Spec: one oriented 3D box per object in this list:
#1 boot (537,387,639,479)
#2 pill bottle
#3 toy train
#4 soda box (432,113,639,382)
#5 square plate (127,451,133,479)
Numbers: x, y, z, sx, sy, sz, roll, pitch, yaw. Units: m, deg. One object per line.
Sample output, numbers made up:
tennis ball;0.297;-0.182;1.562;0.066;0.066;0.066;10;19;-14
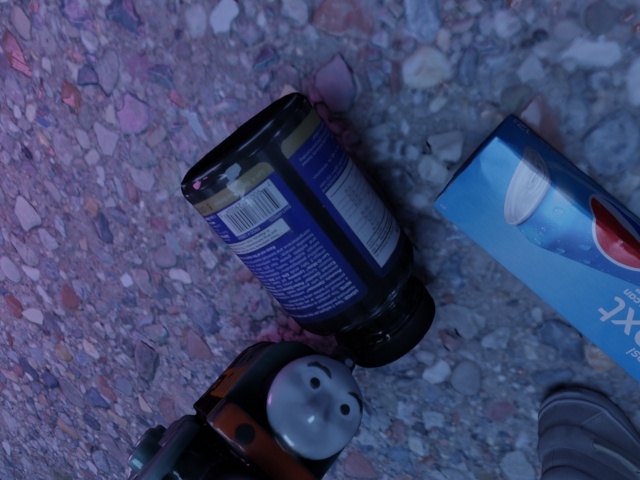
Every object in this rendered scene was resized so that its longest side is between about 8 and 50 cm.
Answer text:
boot;0.271;0.252;0.416;0.258;0.123;0.095;45;128;2
pill bottle;0.000;0.000;0.427;0.122;0.123;0.219;-23;114;36
toy train;-0.067;0.177;0.465;0.142;0.190;0.334;41;158;0
soda box;0.189;0.007;0.369;0.210;0.067;0.071;41;128;4
square plate;-0.231;0.582;0.929;0.344;0.049;0.347;28;126;15
